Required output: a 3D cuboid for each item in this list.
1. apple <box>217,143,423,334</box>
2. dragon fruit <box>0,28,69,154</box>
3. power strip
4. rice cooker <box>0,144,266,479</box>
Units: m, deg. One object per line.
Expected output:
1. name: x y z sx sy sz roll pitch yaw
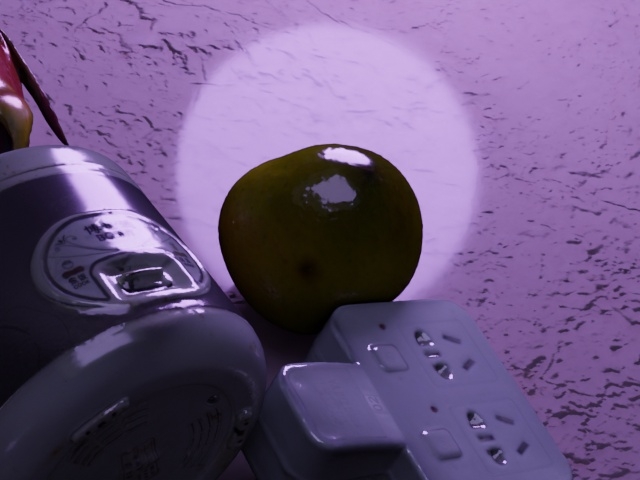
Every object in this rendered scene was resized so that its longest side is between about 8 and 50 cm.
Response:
1. apple: 0.000 0.000 1.362 0.196 0.196 0.157 -12 73 -25
2. dragon fruit: -0.373 -0.062 1.287 0.290 0.290 0.189 -31 95 -37
3. power strip: 0.054 0.177 1.268 0.261 0.141 0.229 -2 46 -37
4. rice cooker: -0.208 0.086 1.162 0.288 0.288 0.277 -19 53 -30
